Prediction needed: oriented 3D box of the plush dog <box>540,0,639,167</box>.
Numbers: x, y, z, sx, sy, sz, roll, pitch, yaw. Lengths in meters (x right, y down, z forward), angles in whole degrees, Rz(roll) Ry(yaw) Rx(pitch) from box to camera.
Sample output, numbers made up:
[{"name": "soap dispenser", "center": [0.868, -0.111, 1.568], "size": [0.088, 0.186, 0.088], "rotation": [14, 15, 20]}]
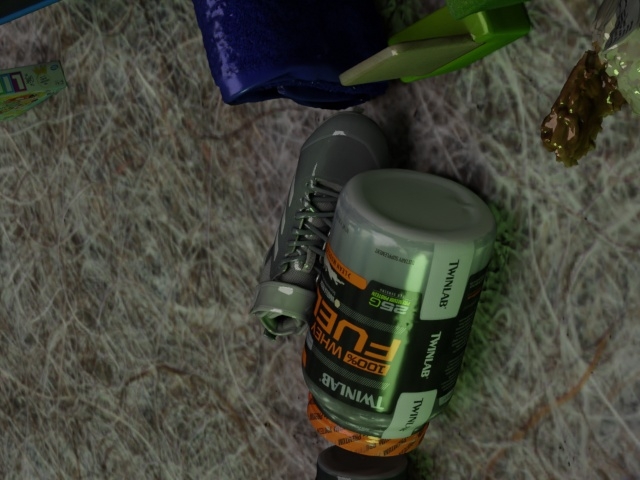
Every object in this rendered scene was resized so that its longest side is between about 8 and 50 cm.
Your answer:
[{"name": "plush dog", "center": [0.260, -0.086, 0.948], "size": [0.225, 0.262, 0.210], "rotation": [30, 87, -2]}]

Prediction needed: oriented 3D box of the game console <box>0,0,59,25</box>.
[{"name": "game console", "center": [-0.213, -0.312, 1.456], "size": [0.293, 0.250, 0.173], "rotation": [-12, 119, 49]}]

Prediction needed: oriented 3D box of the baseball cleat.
[{"name": "baseball cleat", "center": [0.000, 0.000, 1.349], "size": [0.072, 0.109, 0.206], "rotation": [17, 137, -2]}]

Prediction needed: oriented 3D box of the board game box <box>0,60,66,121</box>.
[{"name": "board game box", "center": [-0.321, -0.124, 1.630], "size": [0.103, 0.154, 0.026], "rotation": [-22, 85, 49]}]

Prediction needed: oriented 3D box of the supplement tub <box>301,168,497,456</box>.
[{"name": "supplement tub", "center": [0.052, 0.054, 1.305], "size": [0.117, 0.117, 0.190], "rotation": [34, 124, 36]}]

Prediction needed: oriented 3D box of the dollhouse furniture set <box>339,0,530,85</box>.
[{"name": "dollhouse furniture set", "center": [0.049, -0.271, 1.188], "size": [0.197, 0.151, 0.301], "rotation": [-25, 82, 48]}]

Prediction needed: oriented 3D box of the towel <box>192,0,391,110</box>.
[{"name": "towel", "center": [-0.040, -0.243, 1.258], "size": [0.076, 0.227, 0.308], "rotation": [-19, 86, 21]}]

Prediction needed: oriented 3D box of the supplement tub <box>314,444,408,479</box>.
[{"name": "supplement tub", "center": [0.030, 0.259, 1.396], "size": [0.106, 0.106, 0.198], "rotation": [19, 115, 43]}]
